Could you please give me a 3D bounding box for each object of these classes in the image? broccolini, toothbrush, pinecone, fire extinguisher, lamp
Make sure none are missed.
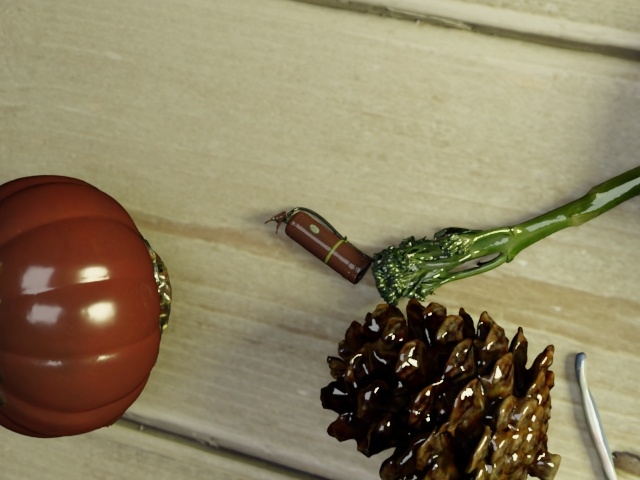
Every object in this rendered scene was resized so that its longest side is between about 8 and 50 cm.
[{"bbox_3d":[0.238,-0.028,1.012,0.392,0.074,0.079,-26,90,12],"label":"broccolini"},{"bbox_3d":[0.330,0.258,1.013,0.027,0.021,0.269,-16,84,6],"label":"toothbrush"},{"bbox_3d":[0.131,0.172,0.959,0.272,0.224,0.224,33,95,25],"label":"pinecone"},{"bbox_3d":[0.000,0.000,1.082,0.132,0.039,0.056,37,63,11],"label":"fire extinguisher"},{"bbox_3d":[-0.309,0.075,1.030,0.303,0.257,0.303,11,104,51],"label":"lamp"}]
